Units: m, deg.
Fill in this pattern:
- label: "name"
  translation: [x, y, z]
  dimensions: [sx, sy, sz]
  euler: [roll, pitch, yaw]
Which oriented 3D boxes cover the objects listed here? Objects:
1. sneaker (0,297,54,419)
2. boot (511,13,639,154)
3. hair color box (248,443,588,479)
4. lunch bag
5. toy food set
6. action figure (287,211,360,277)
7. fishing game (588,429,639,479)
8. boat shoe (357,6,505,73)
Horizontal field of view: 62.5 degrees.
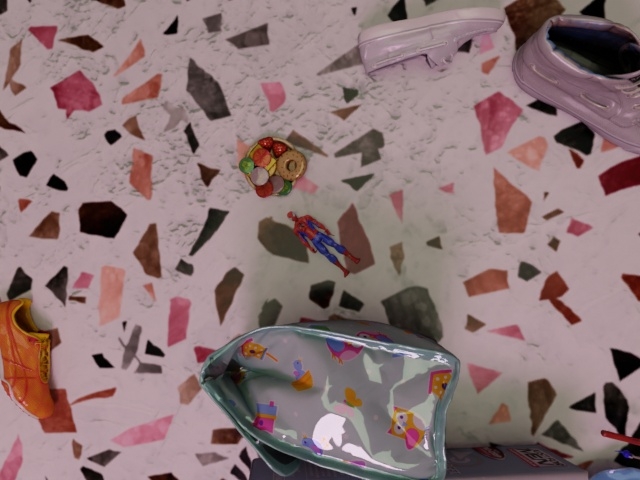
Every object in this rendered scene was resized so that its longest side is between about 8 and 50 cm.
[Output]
- label: "sneaker"
  translation: [-0.407, 0.165, 0.736]
  dimensions: [0.067, 0.064, 0.175]
  euler: [-21, 91, -4]
- label: "boot"
  translation: [0.357, -0.177, 0.616]
  dimensions: [0.258, 0.123, 0.095]
  euler: [24, 93, 5]
- label: "hair color box"
  translation: [0.107, 0.350, 0.602]
  dimensions: [0.373, 0.113, 0.186]
  euler: [-1, 83, -5]
- label: "lunch bag"
  translation: [0.009, 0.168, 0.608]
  dimensions: [0.262, 0.223, 0.160]
  euler: [7, 84, 6]
- label: "toy food set"
  translation: [-0.066, -0.099, 0.715]
  dimensions: [0.083, 0.020, 0.083]
  euler: [42, 95, 4]
- label: "action figure"
  translation: [0.000, 0.000, 0.706]
  dimensions: [0.115, 0.030, 0.038]
  euler: [40, 99, 6]
- label: "fishing game"
  translation: [0.387, 0.367, 0.663]
  dimensions: [0.188, 0.041, 0.264]
  euler: [12, 100, 6]
- label: "boat shoe"
  translation: [0.141, -0.251, 0.671]
  dimensions: [0.184, 0.066, 0.063]
  euler: [-8, 100, 5]
